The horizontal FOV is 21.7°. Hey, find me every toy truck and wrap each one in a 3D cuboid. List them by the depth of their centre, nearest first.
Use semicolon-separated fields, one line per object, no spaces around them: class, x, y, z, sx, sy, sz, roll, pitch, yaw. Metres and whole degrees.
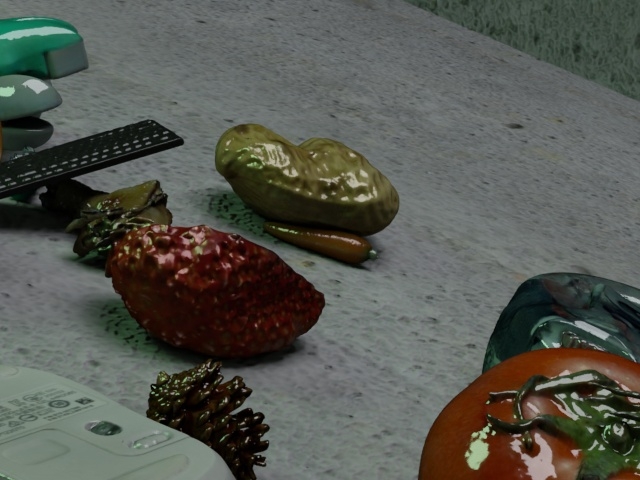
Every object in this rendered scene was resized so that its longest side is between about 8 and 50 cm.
toy truck;-0.327;-0.072;1.852;0.044;0.039;0.083;34;19;-3

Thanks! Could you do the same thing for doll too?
doll;-0.395;-0.178;1.951;0.258;0.153;0.195;-4;25;14

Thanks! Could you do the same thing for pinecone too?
pinecone;-0.092;0.150;1.341;0.109;0.102;0.102;40;27;28

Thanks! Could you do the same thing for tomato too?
tomato;0.189;0.203;1.212;0.256;0.224;0.255;7;35;-5

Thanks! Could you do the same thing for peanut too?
peanut;-0.021;-0.072;2.000;0.233;0.110;0.197;10;10;-19

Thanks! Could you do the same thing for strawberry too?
strawberry;-0.108;0.059;1.591;0.236;0.106;0.175;16;-18;-8

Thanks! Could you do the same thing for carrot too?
carrot;0.000;0.000;1.952;0.142;0.035;0.035;14;18;5

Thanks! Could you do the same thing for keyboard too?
keyboard;-0.237;-0.090;1.787;0.381;0.041;0.103;-13;24;-25

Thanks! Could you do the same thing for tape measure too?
tape measure;0.302;0.133;1.661;0.275;0.147;0.256;20;18;5

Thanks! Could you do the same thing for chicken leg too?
chicken leg;-0.220;-0.029;1.766;0.125;0.080;0.196;-1;22;-21

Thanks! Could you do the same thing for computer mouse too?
computer mouse;-0.185;0.178;1.133;0.297;0.121;0.184;12;21;34

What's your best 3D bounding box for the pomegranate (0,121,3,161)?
pomegranate;-0.397;-0.086;1.559;0.209;0.209;0.209;16;18;-5
